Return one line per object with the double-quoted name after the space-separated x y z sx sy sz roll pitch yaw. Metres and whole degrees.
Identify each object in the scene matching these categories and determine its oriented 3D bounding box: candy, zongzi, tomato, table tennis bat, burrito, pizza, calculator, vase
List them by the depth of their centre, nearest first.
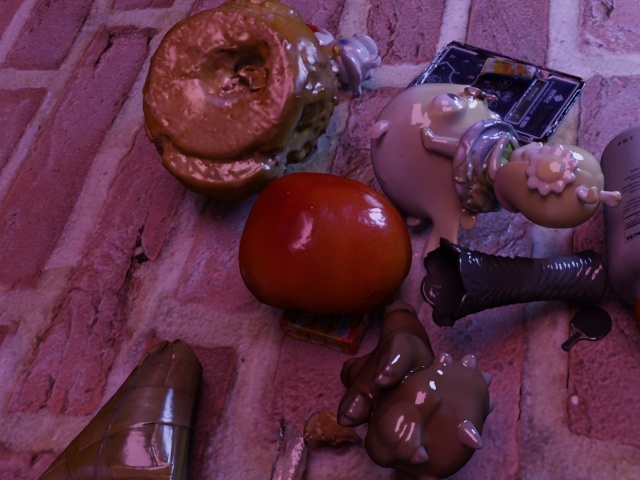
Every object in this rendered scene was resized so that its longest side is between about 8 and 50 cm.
-0.042 0.300 1.064 0.055 0.041 0.149 -8 50 26 "burrito"
0.015 0.257 1.078 0.078 0.025 0.083 24 18 17 "pizza"
0.262 0.054 1.084 0.237 0.115 0.115 0 48 -21 "vase"
0.360 0.121 1.115 0.083 0.007 0.050 -38 54 -16 "table tennis bat"
-0.289 0.261 1.129 0.256 0.115 0.228 -13 47 19 "zongzi"
0.004 0.000 1.164 0.260 0.180 0.260 6 20 -2 "tomato"
0.005 0.118 1.192 0.122 0.038 0.062 14 58 24 "candy"
0.296 -0.257 1.408 0.274 0.028 0.165 25 63 29 "calculator"

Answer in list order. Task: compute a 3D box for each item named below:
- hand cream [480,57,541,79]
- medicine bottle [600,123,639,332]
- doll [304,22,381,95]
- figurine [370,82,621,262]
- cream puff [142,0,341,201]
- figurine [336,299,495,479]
0.325 -0.291 1.396 0.102 0.022 0.035 19 71 29 "hand cream"
0.462 -0.010 1.093 0.157 0.157 0.288 -1 54 14 "medicine bottle"
-0.059 -0.345 1.535 0.384 0.099 0.188 12 57 27 "doll"
0.235 -0.079 1.161 0.394 0.227 0.274 20 100 49 "figurine"
-0.124 -0.225 1.363 0.327 0.231 0.343 -8 79 12 "cream puff"
0.126 0.201 1.025 0.173 0.247 0.177 35 92 -4 "figurine"
